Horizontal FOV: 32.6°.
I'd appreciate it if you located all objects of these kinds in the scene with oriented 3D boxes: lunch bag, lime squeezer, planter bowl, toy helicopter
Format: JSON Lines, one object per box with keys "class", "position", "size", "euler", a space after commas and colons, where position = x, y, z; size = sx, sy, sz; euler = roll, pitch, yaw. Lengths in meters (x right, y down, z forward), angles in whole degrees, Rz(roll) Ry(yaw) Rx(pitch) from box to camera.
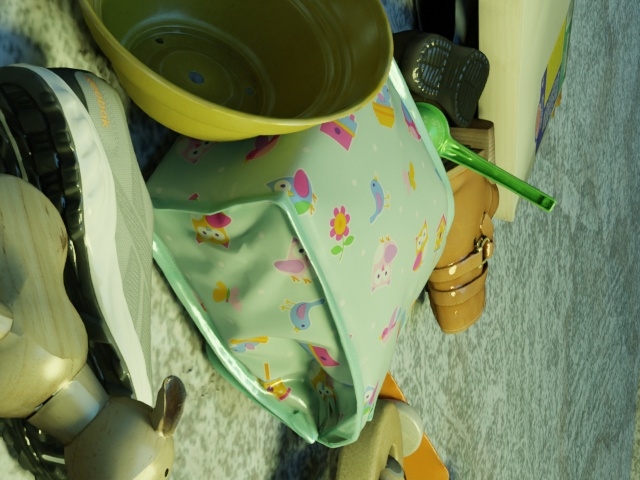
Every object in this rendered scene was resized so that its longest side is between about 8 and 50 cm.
{"class": "lunch bag", "position": [0.000, 0.000, 0.844], "size": [0.262, 0.160, 0.223], "euler": [63, 38, -36]}
{"class": "lime squeezer", "position": [0.079, -0.109, 1.007], "size": [0.310, 0.110, 0.059], "euler": [23, 87, -24]}
{"class": "planter bowl", "position": [-0.069, -0.131, 0.712], "size": [0.090, 0.217, 0.217], "euler": [-54, -177, 45]}
{"class": "toy helicopter", "position": [0.059, 0.265, 1.071], "size": [0.355, 0.140, 0.235], "euler": [75, 21, -53]}

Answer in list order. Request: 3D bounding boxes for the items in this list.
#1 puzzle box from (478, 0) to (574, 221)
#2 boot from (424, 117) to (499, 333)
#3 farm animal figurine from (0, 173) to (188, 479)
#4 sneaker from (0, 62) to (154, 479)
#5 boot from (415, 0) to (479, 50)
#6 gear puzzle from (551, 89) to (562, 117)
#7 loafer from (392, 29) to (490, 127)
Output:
{"class": "puzzle box", "position": [0.253, -0.245, 1.324], "size": [0.409, 0.052, 0.272], "euler": [79, 30, -54]}
{"class": "boot", "position": [0.125, -0.003, 1.182], "size": [0.283, 0.109, 0.220], "euler": [-40, 132, -65]}
{"class": "farm animal figurine", "position": [-0.133, 0.150, 0.422], "size": [0.172, 0.327, 0.330], "euler": [26, 87, -49]}
{"class": "sneaker", "position": [-0.134, 0.029, 0.644], "size": [0.108, 0.100, 0.271], "euler": [-35, 123, -65]}
{"class": "boot", "position": [0.157, -0.297, 1.212], "size": [0.106, 0.082, 0.219], "euler": [-20, 112, -65]}
{"class": "gear puzzle", "position": [0.319, -0.319, 1.579], "size": [0.175, 0.044, 0.339], "euler": [-58, 142, -45]}
{"class": "loafer", "position": [0.113, -0.177, 1.134], "size": [0.220, 0.078, 0.080], "euler": [19, 93, -64]}
